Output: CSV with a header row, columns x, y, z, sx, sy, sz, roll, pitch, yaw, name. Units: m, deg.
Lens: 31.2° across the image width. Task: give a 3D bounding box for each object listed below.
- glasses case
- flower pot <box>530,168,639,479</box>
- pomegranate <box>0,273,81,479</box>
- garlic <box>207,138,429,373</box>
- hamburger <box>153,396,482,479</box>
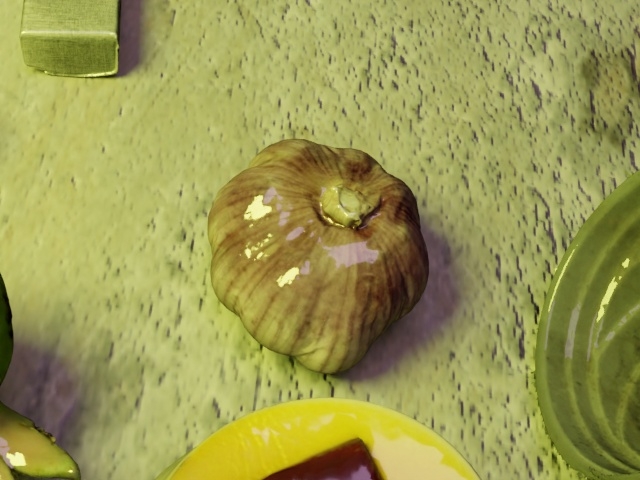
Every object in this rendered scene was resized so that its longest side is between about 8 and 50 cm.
x,y,z,sx,sy,sz,roll,pitch,yaw,name
-0.184,-0.216,0.873,0.071,0.047,0.204,0,57,-8,glasses case
0.255,0.062,0.704,0.141,0.235,0.235,23,52,-23,flower pot
-0.210,0.076,0.612,0.191,0.152,0.131,43,58,0,pomegranate
0.000,0.000,0.736,0.147,0.102,0.159,16,54,-1,garlic
0.007,0.222,0.563,0.227,0.151,0.295,-4,62,-9,hamburger
